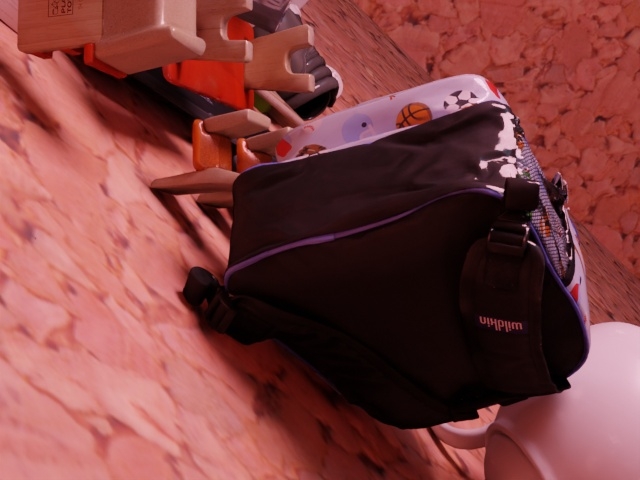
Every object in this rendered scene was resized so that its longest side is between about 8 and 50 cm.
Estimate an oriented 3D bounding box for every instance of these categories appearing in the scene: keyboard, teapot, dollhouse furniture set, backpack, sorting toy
[{"bbox_3d":[-0.153,-0.166,1.351,0.317,0.033,0.201,33,16,-51],"label":"keyboard"},{"bbox_3d":[0.216,0.198,1.136,0.256,0.187,0.252,127,-59,-78],"label":"teapot"},{"bbox_3d":[-0.115,-0.168,1.125,0.259,0.135,0.262,16,72,-65],"label":"dollhouse furniture set"},{"bbox_3d":[0.079,0.022,1.053,0.263,0.276,0.213,56,33,-39],"label":"backpack"},{"bbox_3d":[-0.116,-0.208,1.530,0.193,0.038,0.208,47,2,32],"label":"sorting toy"}]

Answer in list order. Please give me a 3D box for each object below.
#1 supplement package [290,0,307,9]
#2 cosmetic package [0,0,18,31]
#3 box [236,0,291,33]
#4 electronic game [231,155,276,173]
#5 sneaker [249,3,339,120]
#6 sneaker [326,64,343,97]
[{"bbox_3d":[-0.131,-0.401,1.851,0.203,0.149,0.194,30,21,-47],"label":"supplement package"},{"bbox_3d":[-0.248,-0.269,1.223,0.060,0.099,0.239,38,16,-29],"label":"cosmetic package"},{"bbox_3d":[-0.153,-0.419,1.568,0.318,0.097,0.395,22,33,-10],"label":"box"},{"bbox_3d":[0.000,0.000,1.304,0.229,0.048,0.229,41,7,-6],"label":"electronic game"},{"bbox_3d":[-0.047,-0.216,1.721,0.147,0.104,0.296,63,2,-5],"label":"sneaker"},{"bbox_3d":[-0.039,-0.250,1.938,0.158,0.061,0.065,47,-14,-2],"label":"sneaker"}]
